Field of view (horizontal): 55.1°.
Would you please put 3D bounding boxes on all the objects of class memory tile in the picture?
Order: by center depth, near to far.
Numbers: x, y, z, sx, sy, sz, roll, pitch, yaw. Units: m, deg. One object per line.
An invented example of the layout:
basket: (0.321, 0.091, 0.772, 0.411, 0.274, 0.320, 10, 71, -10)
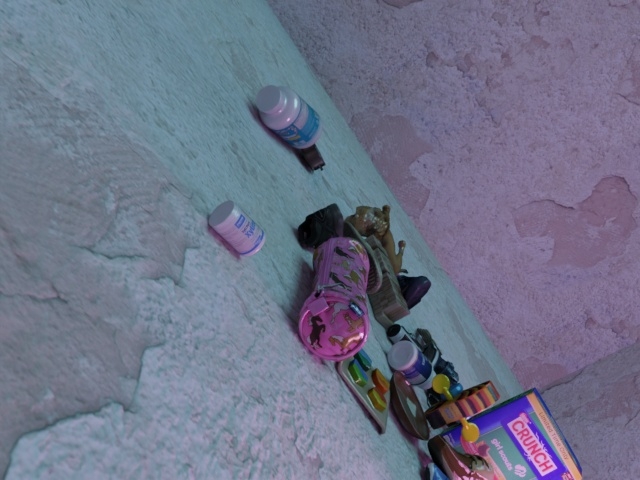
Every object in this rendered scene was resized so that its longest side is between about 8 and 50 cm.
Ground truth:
memory tile: (0.404, 0.374, 2.272, 0.113, 0.012, 0.148, 59, -7, 2)

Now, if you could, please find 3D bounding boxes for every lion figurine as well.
lion figurine: (0.238, 0.020, 2.305, 0.392, 0.142, 0.240, 58, 22, -18)

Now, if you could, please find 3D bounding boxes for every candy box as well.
candy box: (0.555, 0.623, 1.802, 0.268, 0.317, 0.122, 62, 16, 13)

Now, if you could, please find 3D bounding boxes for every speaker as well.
speaker: (0.268, 0.328, 1.965, 0.136, 0.055, 0.055, 51, 17, -27)

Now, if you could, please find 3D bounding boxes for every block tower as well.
block tower: (0.202, 0.134, 2.056, 0.091, 0.097, 0.335, 44, 22, -40)

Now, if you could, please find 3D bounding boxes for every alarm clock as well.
alarm clock: (-0.044, -0.333, 2.199, 0.129, 0.064, 0.192, -73, 139, -82)

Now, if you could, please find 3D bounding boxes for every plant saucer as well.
plant saucer: (0.232, 0.449, 1.653, 0.198, 0.036, 0.198, 56, 14, -22)

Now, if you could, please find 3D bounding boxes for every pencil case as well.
pencil case: (0.041, 0.123, 1.474, 0.160, 0.167, 0.386, 21, 21, -3)

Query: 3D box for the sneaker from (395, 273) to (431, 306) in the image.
sneaker: (0.291, 0.165, 2.128, 0.131, 0.112, 0.319, 53, -15, 14)

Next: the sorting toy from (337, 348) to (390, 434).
sorting toy: (0.117, 0.343, 1.506, 0.208, 0.038, 0.193, 57, 15, -6)

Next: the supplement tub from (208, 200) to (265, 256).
supplement tub: (-0.169, -0.023, 1.256, 0.107, 0.071, 0.071, 47, 19, -36)

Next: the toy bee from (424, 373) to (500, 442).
toy bee: (0.369, 0.496, 1.747, 0.162, 0.298, 0.195, -27, 61, -37)

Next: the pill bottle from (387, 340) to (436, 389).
pill bottle: (0.280, 0.378, 1.834, 0.169, 0.094, 0.094, 46, 20, -38)

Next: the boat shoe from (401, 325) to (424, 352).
boat shoe: (0.313, 0.341, 2.110, 0.125, 0.038, 0.046, 57, 16, -5)

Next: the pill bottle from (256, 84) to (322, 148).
pill bottle: (-0.108, -0.415, 2.035, 0.264, 0.146, 0.146, 29, 33, -60)

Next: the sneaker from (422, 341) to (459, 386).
sneaker: (0.407, 0.450, 2.103, 0.163, 0.086, 0.226, 56, 14, 2)

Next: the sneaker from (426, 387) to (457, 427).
sneaker: (0.389, 0.532, 1.981, 0.161, 0.057, 0.075, 61, -4, 21)

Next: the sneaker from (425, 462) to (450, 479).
sneaker: (0.334, 0.643, 1.530, 0.211, 0.081, 0.080, 58, 17, 2)

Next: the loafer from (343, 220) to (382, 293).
loafer: (0.134, 0.055, 1.981, 0.092, 0.102, 0.268, 24, 36, -54)

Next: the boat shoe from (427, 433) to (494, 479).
boat shoe: (0.400, 0.627, 1.645, 0.324, 0.120, 0.122, 55, -4, -24)

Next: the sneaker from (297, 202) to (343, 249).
sneaker: (0.000, 0.000, 1.733, 0.227, 0.130, 0.087, 83, -14, -51)
